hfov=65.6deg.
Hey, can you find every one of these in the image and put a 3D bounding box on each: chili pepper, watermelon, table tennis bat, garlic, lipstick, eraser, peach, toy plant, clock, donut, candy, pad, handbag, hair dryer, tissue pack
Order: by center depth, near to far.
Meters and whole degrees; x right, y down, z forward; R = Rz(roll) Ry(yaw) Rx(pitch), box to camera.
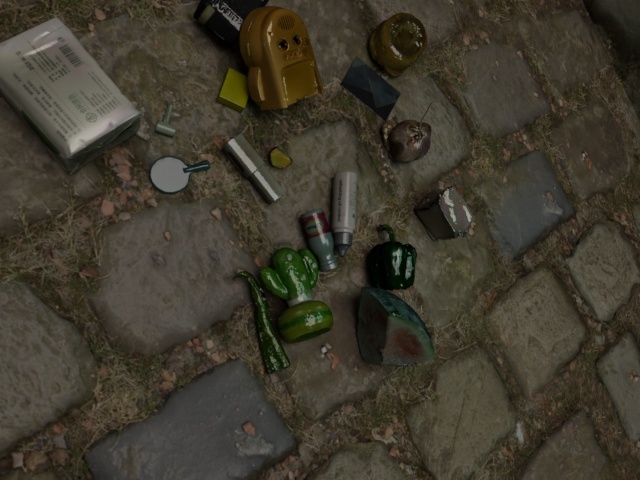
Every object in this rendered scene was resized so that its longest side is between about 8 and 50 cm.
[{"bbox_3d":[-0.737,-0.414,1.431,0.266,0.194,0.356,-42,99,-24],"label":"tissue pack"},{"bbox_3d":[-0.456,-0.224,1.624,0.201,0.033,0.124,-20,93,-24],"label":"table tennis bat"},{"bbox_3d":[-0.499,-0.404,1.635,0.063,0.038,0.124,17,67,-24],"label":"hair dryer"},{"bbox_3d":[-0.195,0.266,1.643,0.084,0.076,0.359,-20,93,-5],"label":"chili pepper"},{"bbox_3d":[-0.086,0.174,1.678,0.224,0.184,0.316,-6,69,-33],"label":"toy plant"},{"bbox_3d":[-0.139,-0.627,1.692,0.244,0.200,0.317,-34,126,-38],"label":"clock"},{"bbox_3d":[-0.311,-0.812,1.708,0.181,0.181,0.254,41,68,-23],"label":"handbag"},{"bbox_3d":[-0.227,-0.243,1.710,0.077,0.079,0.253,-44,102,-26],"label":"lipstick"},{"bbox_3d":[-0.299,-0.526,1.740,0.097,0.045,0.122,20,72,-22],"label":"eraser"},{"bbox_3d":[-0.144,-0.298,1.772,0.083,0.050,0.078,-10,110,-17],"label":"peach"},{"bbox_3d":[0.246,0.342,1.782,0.258,0.228,0.387,-41,125,6],"label":"watermelon"},{"bbox_3d":[0.268,0.059,1.852,0.173,0.165,0.261,1,79,-13],"label":"chili pepper"},{"bbox_3d":[0.343,-0.443,1.952,0.207,0.257,0.207,3,41,-3],"label":"garlic"},{"bbox_3d":[0.495,-0.105,1.973,0.137,0.185,0.195,-37,98,-21],"label":"candy"},{"bbox_3d":[0.207,-0.614,2.017,0.243,0.004,0.164,34,69,-16],"label":"pad"},{"bbox_3d":[0.318,-0.810,2.033,0.208,0.128,0.261,38,66,-15],"label":"donut"}]

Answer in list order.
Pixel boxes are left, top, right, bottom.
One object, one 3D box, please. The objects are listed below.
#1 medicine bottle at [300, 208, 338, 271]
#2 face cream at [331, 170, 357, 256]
[{"bbox_3d":[0.000,0.000,1.770,0.090,0.090,0.217,-19,90,-27],"label":"medicine bottle"},{"bbox_3d":[0.085,-0.094,1.827,0.092,0.092,0.312,7,80,-24],"label":"face cream"}]
